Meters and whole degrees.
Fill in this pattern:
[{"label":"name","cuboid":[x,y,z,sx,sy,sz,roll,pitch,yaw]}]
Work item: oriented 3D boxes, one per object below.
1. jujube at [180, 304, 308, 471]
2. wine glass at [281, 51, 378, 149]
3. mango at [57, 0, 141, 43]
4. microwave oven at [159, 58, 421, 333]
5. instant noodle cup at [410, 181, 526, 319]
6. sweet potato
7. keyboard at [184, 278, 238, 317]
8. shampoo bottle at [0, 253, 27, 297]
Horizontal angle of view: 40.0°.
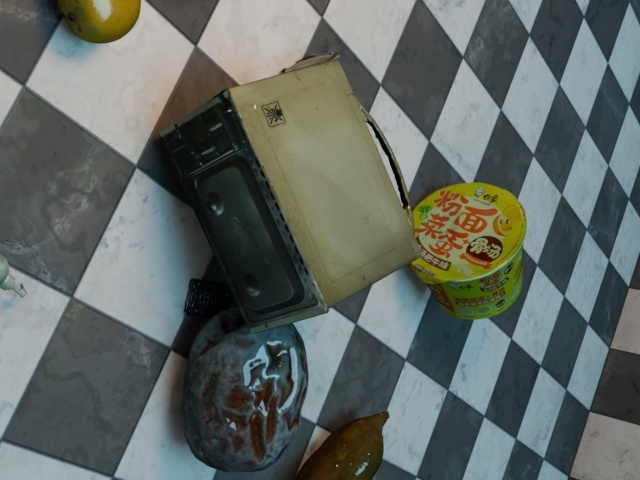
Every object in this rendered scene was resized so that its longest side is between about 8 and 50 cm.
[{"label":"jujube","cuboid":[-0.139,0.288,1.656,0.246,0.215,0.308,-22,118,-49]},{"label":"wine glass","cuboid":[0.013,-0.257,1.784,0.156,0.156,0.232,-39,120,-38]},{"label":"mango","cuboid":[-0.340,-0.404,1.370,0.137,0.098,0.195,25,71,-47]},{"label":"microwave oven","cuboid":[-0.051,-0.080,1.577,0.333,0.247,0.394,-26,93,-43]},{"label":"instant noodle cup","cuboid":[0.367,0.042,2.163,0.311,0.311,0.221,-55,143,-26]},{"label":"sweet potato","cuboid":[0.042,0.525,1.983,0.369,0.158,0.158,-49,132,-41]},{"label":"keyboard","cuboid":[-0.172,0.121,1.732,0.231,0.023,0.072,11,92,-50]},{"label":"shampoo bottle","cuboid":[-0.503,0.029,1.297,0.195,0.056,0.056,52,60,-41]}]
